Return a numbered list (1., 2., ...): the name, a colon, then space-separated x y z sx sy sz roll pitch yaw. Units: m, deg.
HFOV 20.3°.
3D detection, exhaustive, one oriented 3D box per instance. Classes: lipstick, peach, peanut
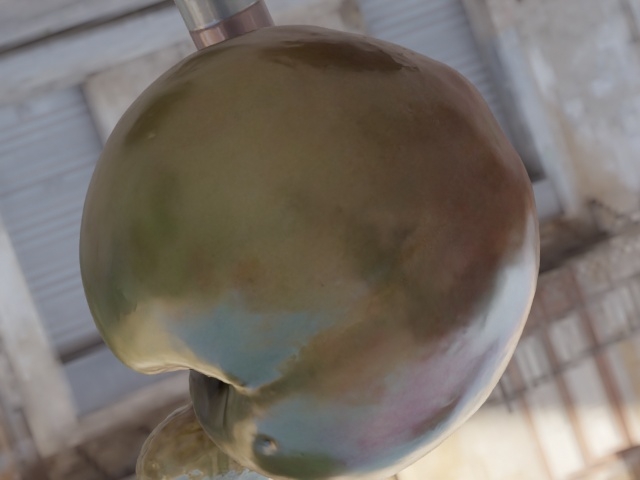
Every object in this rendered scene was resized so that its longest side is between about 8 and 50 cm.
1. lipstick: -0.068 -0.164 1.524 0.070 0.254 0.070 -23 -165 7
2. peach: 0.001 0.001 1.121 0.292 0.292 0.247 -21 172 -10
3. peanut: -0.101 0.201 1.643 0.140 0.109 0.159 -10 168 -2
